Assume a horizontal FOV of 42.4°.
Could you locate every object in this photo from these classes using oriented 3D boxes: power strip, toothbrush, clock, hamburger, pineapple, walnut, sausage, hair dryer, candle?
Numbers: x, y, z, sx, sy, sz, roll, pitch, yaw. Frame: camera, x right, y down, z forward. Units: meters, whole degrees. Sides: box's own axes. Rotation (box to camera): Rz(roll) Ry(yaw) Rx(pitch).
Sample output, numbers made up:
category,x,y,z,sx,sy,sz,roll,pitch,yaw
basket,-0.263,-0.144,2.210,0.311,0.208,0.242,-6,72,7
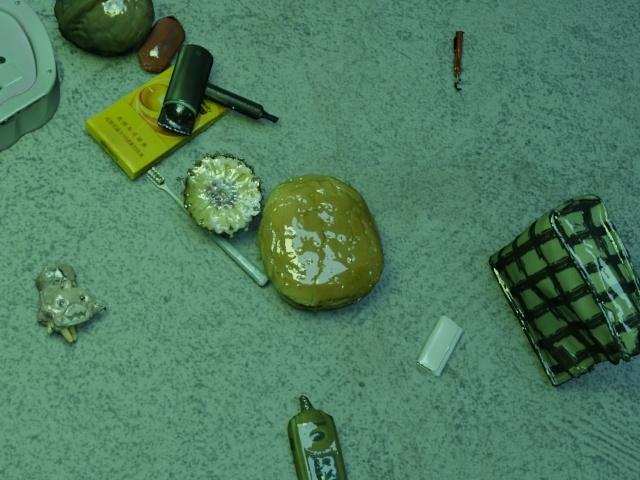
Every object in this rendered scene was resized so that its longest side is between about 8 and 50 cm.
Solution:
category,x,y,z,sx,sy,sz,roll,pitch,yaw
power strip,0.012,0.486,1.581,0.092,0.066,0.388,-9,73,-19
toothbrush,-0.235,-0.030,1.714,0.342,0.030,0.025,44,69,4
clock,-0.698,-0.348,1.668,0.338,0.102,0.339,5,70,-13
hamburger,-0.001,0.001,1.706,0.259,0.144,0.283,-16,70,-16
pineapple,-0.200,-0.099,1.697,0.176,0.137,0.161,40,89,-6
walnut,-0.451,-0.488,1.717,0.224,0.224,0.224,5,70,-13
sausage,-0.347,-0.429,1.803,0.076,0.076,0.141,30,67,-3
hair dryer,-0.205,-0.281,1.747,0.248,0.078,0.196,19,65,-19
candle,0.333,-0.437,2.006,0.026,0.021,0.167,19,65,-29

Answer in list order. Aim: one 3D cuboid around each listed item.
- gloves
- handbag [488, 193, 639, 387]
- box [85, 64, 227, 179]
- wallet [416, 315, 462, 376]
category,x,y,z,sx,sy,sz,roll,pitch,yaw
gloves,-0.489,0.113,1.570,0.110,0.094,0.144,-35,74,-34
handbag,0.517,0.112,1.698,0.162,0.325,0.327,-17,76,-17
box,-0.343,-0.260,1.748,0.152,0.043,0.269,46,62,3
wallet,0.254,0.224,1.755,0.061,0.025,0.122,36,66,-8
